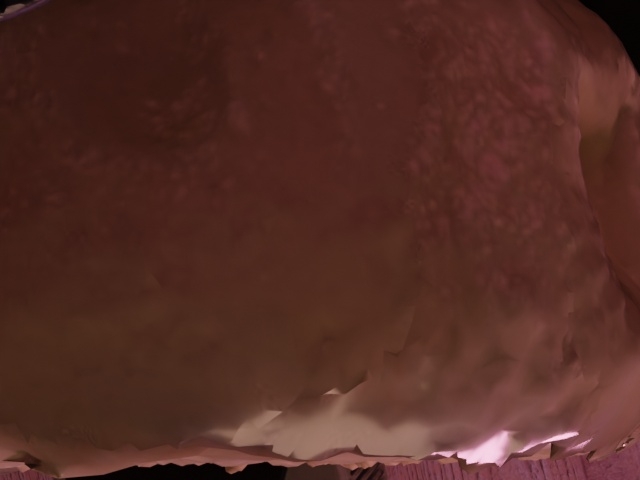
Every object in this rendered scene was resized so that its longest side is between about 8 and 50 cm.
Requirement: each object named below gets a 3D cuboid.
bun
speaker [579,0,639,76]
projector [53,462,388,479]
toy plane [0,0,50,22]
[{"bbox_3d":[-0.034,-0.014,0.637,0.360,0.211,0.360,-2,173,0],"label":"bun"},{"bbox_3d":[0.215,-0.060,0.742,0.180,0.184,0.388,-10,169,-17],"label":"speaker"},{"bbox_3d":[-0.076,0.095,1.035,0.079,0.257,0.259,-3,166,-46],"label":"projector"},{"bbox_3d":[-0.063,-0.118,0.313,0.382,0.106,0.155,-6,157,-12],"label":"toy plane"}]
